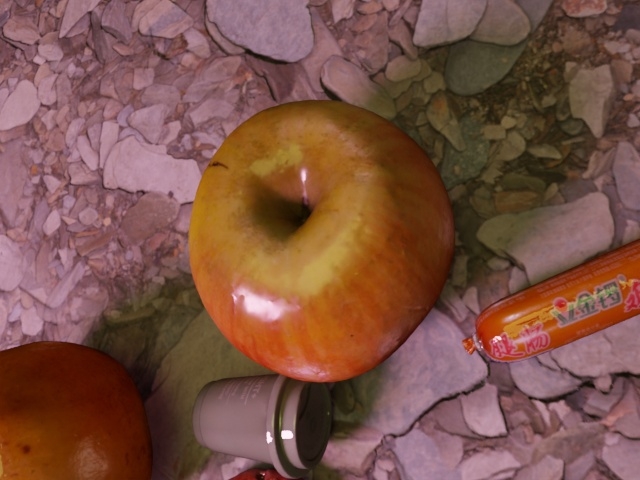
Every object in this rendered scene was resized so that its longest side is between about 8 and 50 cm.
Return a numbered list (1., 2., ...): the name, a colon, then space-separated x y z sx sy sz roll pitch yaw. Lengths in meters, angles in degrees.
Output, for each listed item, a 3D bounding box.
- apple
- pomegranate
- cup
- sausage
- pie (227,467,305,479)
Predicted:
1. apple: 0.000 0.000 0.580 0.285 0.233 0.286 -5 71 16
2. pomegranate: -0.322 0.243 0.607 0.264 0.264 0.265 -4 77 15
3. cup: -0.068 0.198 0.620 0.141 0.120 0.120 -4 76 23
4. sausage: 0.259 0.068 0.574 0.234 0.071 0.071 -26 72 9
5. pie: -0.057 0.348 0.613 0.182 0.049 0.183 -4 74 15
